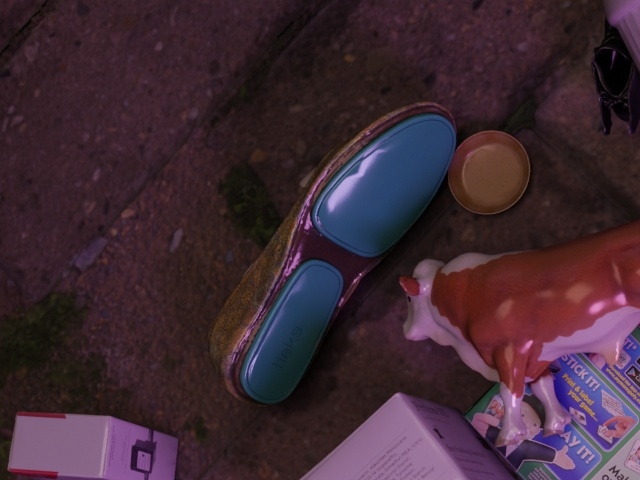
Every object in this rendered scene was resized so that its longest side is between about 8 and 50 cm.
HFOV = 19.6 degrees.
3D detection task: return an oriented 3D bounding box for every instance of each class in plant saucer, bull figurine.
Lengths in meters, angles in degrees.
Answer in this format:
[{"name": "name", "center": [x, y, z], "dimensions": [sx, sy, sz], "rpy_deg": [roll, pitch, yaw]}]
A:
[{"name": "plant saucer", "center": [0.166, -0.065, 1.804], "dimensions": [0.083, 0.015, 0.083], "rpy_deg": [-4, 80, 22]}, {"name": "bull figurine", "center": [0.214, 0.076, 1.664], "dimensions": [0.310, 0.101, 0.188], "rpy_deg": [-18, 79, 23]}]

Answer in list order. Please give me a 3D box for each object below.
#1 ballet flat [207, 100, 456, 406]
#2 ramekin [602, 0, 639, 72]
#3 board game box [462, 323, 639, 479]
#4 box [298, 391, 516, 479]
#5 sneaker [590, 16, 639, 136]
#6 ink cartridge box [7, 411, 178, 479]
[{"name": "ballet flat", "center": [0.000, 0.000, 1.818], "dimensions": [0.123, 0.123, 0.348], "rpy_deg": [34, 92, 24]}, {"name": "ramekin", "center": [0.391, -0.197, 1.607], "dimensions": [0.273, 0.273, 0.127], "rpy_deg": [-20, 85, 18]}, {"name": "board game box", "center": [0.311, 0.197, 1.679], "dimensions": [0.213, 0.046, 0.317], "rpy_deg": [-46, 67, 8]}, {"name": "box", "center": [0.070, 0.246, 1.696], "dimensions": [0.182, 0.181, 0.119], "rpy_deg": [-43, 68, 10]}, {"name": "sneaker", "center": [0.285, -0.175, 1.735], "dimensions": [0.051, 0.089, 0.170], "rpy_deg": [-2, 80, 22]}, {"name": "ink cartridge box", "center": [-0.223, 0.213, 1.842], "dimensions": [0.109, 0.150, 0.063], "rpy_deg": [0, 76, 22]}]
